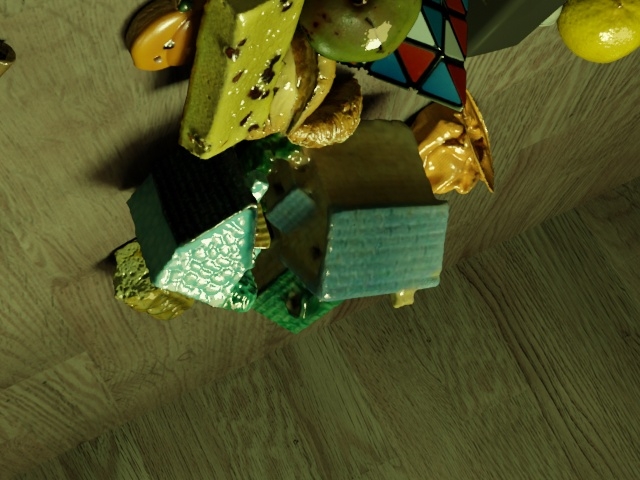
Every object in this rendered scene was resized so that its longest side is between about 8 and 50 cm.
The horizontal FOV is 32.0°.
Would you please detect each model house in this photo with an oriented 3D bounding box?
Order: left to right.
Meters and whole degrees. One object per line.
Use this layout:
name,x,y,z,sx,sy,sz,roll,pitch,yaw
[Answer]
model house,-0.169,-0.058,1.900,0.226,0.261,0.241,18,120,-36
model house,0.000,0.000,2.108,0.335,0.342,0.382,-5,159,-39

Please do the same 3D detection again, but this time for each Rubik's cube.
Rubik's cube,0.187,-0.306,1.747,0.250,0.234,0.284,-17,160,-36

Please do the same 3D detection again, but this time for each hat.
hat,0.232,-0.187,2.380,0.233,0.233,0.244,-14,-161,17

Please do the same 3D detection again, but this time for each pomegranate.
pomegranate,0.058,-0.345,1.556,0.179,0.179,0.210,-39,-169,33

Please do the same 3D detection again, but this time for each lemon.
lemon,0.528,-0.420,2.074,0.178,0.178,0.203,-27,177,-3

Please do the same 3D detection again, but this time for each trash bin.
trash bin,0.325,-0.418,1.868,0.165,0.115,0.225,-20,166,-31

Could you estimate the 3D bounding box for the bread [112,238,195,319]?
bread,-0.333,0.085,2.308,0.152,0.130,0.267,-37,164,0

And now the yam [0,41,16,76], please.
yam,-0.496,-0.144,1.453,0.327,0.045,0.045,-38,-176,32

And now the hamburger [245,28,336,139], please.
hamburger,-0.052,-0.240,1.746,0.124,0.131,0.262,-16,165,-27

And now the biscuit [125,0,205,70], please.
biscuit,-0.180,-0.287,1.518,0.170,0.050,0.170,-27,165,-8

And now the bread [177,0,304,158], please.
bread,-0.111,-0.248,1.550,0.138,0.077,0.361,-37,166,-28

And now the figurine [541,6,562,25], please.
figurine,0.404,-0.434,2.030,0.094,0.082,0.086,-38,148,-1

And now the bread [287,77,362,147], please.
bread,0.018,-0.210,1.920,0.105,0.076,0.233,-2,-151,32
